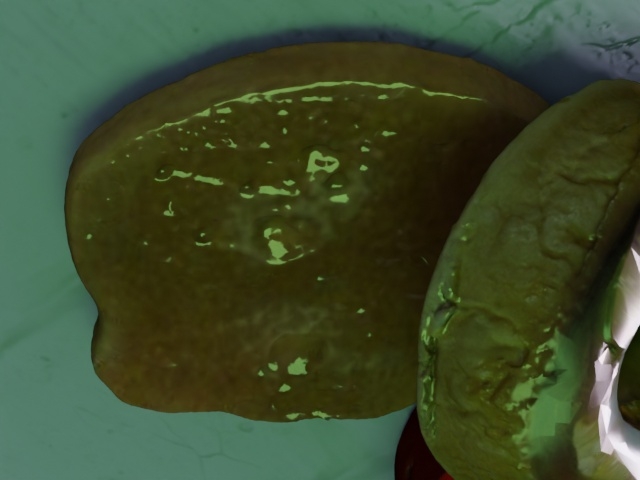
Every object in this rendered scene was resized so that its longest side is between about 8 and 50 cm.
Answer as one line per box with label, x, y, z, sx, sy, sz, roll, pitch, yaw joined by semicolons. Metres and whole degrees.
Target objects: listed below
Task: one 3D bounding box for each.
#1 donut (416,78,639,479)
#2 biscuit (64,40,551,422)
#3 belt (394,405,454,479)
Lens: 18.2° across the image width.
donut;0.222;0.056;1.452;0.330;0.160;0.330;-24;126;-38
biscuit;0.000;-0.002;1.544;0.385;0.062;0.365;-3;132;-2
belt;0.190;0.197;1.710;0.227;0.115;0.324;14;133;-18
